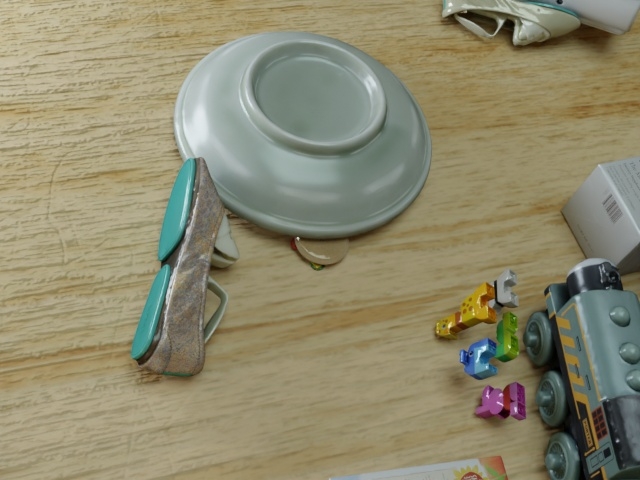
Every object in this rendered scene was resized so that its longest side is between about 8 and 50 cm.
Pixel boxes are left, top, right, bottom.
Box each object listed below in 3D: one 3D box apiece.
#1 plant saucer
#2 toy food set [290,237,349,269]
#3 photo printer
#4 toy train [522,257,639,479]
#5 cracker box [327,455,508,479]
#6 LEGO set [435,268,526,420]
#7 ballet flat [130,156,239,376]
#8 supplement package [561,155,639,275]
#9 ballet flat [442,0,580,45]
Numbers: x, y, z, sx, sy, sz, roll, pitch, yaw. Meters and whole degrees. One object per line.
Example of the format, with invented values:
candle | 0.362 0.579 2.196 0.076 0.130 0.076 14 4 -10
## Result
plant saucer | -0.016 -0.191 1.381 0.400 0.100 0.400 6 55 -9
toy food set | 0.000 0.000 1.331 0.082 0.020 0.083 -27 70 -26
photo printer | 0.445 -0.517 1.675 0.307 0.107 0.256 22 55 12
toy train | 0.371 0.188 1.213 0.142 0.190 0.334 3 60 -13
cracker box | 0.127 0.358 1.124 0.232 0.067 0.156 -3 60 -17
LEGO set | 0.214 0.138 1.274 0.087 0.093 0.227 33 46 -31
ballet flat | -0.168 0.038 1.233 0.106 0.107 0.316 23 60 -24
supplement package | 0.526 -0.050 1.425 0.244 0.134 0.139 -13 65 -21
ballet flat | 0.328 -0.383 1.615 0.248 0.086 0.086 16 58 -3
